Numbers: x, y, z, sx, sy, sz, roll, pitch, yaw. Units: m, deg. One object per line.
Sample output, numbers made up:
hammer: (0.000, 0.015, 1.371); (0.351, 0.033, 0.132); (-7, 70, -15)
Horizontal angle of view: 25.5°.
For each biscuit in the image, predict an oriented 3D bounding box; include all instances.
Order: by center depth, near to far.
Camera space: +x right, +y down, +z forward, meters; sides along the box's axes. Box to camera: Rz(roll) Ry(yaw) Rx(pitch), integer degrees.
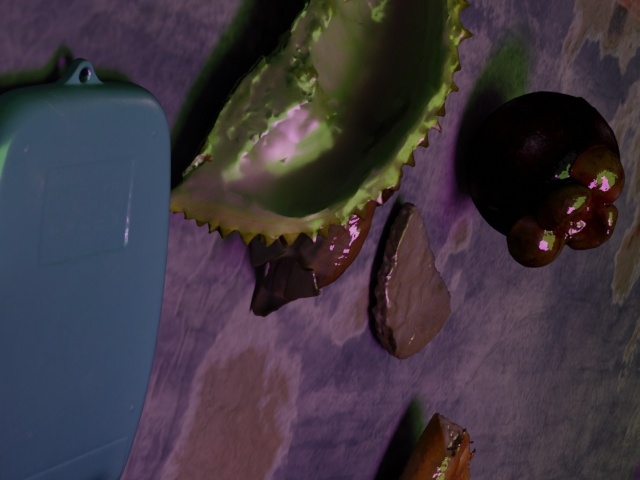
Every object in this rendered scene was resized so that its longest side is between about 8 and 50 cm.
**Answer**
biscuit: (0.104, 0.068, 1.692); (0.133, 0.032, 0.250); (-60, 152, -22)

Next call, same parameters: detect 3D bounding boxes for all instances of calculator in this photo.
calculator: (-0.202, 0.053, 1.072); (0.256, 0.054, 0.386); (-15, 117, -59)

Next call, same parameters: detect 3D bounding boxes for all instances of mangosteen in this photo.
mangosteen: (0.278, -0.083, 1.739); (0.210, 0.210, 0.210); (-42, 142, -45)

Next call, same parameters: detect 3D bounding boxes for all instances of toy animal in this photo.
toy animal: (0.000, 0.000, 1.361); (0.179, 0.089, 0.188); (-37, 171, -47)

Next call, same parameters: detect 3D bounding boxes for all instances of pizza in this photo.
pizza: (0.130, 0.380, 1.894); (0.226, 0.086, 0.335); (-15, 122, -65)

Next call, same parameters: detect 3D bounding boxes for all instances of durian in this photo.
durian: (0.014, -0.144, 1.245); (0.169, 0.157, 0.355); (39, 74, -50)
